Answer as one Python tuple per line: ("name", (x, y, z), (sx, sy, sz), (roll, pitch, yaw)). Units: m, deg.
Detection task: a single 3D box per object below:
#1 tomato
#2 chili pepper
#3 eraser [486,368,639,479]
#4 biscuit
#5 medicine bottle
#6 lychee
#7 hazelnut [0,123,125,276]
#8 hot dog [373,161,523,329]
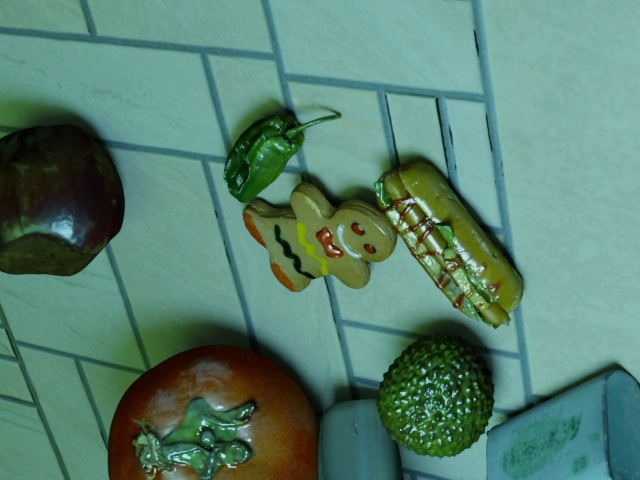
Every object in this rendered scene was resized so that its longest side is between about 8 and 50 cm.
("tomato", (-0.154, 0.316, 2.090), (0.321, 0.321, 0.321), (19, 134, 21))
("chili pepper", (-0.067, -0.118, 1.813), (0.072, 0.073, 0.204), (52, 137, 6))
("eraser", (0.311, 0.278, 1.819), (0.081, 0.174, 0.227), (18, 146, -27))
("biscuit", (0.000, 0.000, 1.867), (0.250, 0.036, 0.165), (-7, 122, 47))
("medicine bottle", (0.068, 0.423, 2.031), (0.123, 0.282, 0.375), (-5, 126, 3))
("lychee", (0.155, 0.201, 1.866), (0.171, 0.171, 0.171), (19, 134, 21))
("hazelnut", (-0.382, -0.056, 2.010), (0.234, 0.218, 0.218), (-11, 120, 19))
("hot dog", (0.159, 0.014, 1.760), (0.104, 0.076, 0.250), (-23, 108, 44))
